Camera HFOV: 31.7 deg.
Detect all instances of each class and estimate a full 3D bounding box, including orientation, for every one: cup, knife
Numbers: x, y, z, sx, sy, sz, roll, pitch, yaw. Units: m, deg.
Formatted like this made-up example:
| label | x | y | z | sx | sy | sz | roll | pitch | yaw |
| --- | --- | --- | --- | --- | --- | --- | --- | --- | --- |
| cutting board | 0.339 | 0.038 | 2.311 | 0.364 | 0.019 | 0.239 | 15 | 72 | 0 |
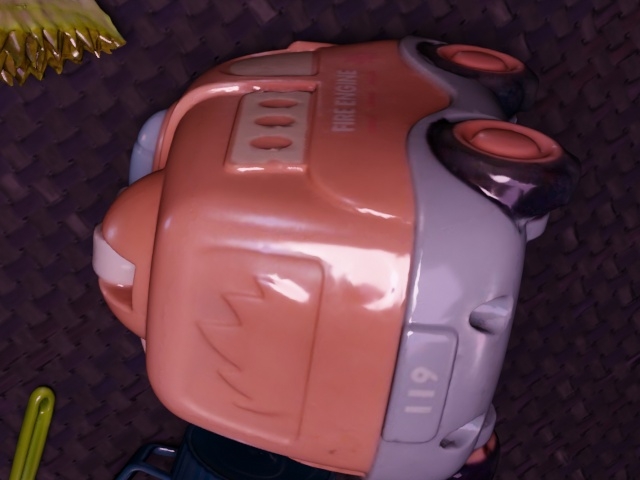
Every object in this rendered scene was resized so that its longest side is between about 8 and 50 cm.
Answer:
| label | x | y | z | sx | sy | sz | roll | pitch | yaw |
| --- | --- | --- | --- | --- | --- | --- | --- | --- | --- |
| cup | -0.080 | 0.206 | 0.794 | 0.176 | 0.131 | 0.155 | 18 | 108 | 1 |
| knife | -0.212 | 0.179 | 0.784 | 0.022 | 0.026 | 0.184 | -16 | 130 | -57 |

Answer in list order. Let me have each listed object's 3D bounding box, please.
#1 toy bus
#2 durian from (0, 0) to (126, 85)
| label | x | y | z | sx | sy | sz | roll | pitch | yaw |
| --- | --- | --- | --- | --- | --- | --- | --- | --- | --- |
| toy bus | 0.000 | 0.000 | 0.618 | 0.232 | 0.288 | 0.194 | 5 | 117 | -2 |
| durian | -0.246 | -0.209 | 0.528 | 0.169 | 0.157 | 0.355 | -47 | 130 | -33 |
